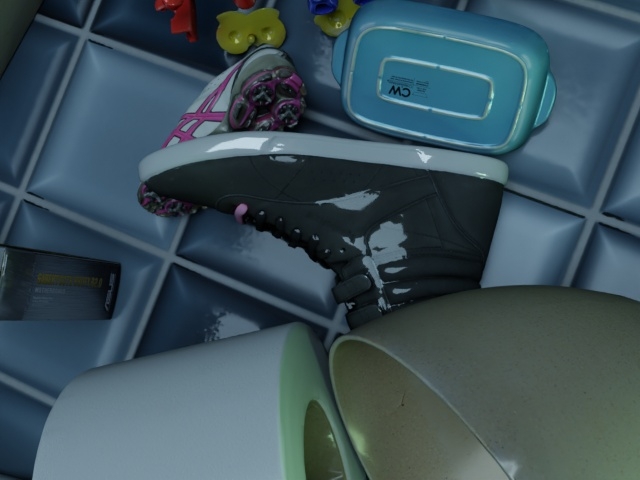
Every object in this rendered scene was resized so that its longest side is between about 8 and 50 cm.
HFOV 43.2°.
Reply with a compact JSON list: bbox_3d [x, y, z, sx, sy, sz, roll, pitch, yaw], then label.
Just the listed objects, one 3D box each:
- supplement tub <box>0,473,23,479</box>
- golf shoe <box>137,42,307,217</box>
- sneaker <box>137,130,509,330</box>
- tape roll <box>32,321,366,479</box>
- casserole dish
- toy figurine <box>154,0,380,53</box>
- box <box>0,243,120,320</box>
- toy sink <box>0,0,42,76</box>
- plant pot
[{"bbox_3d":[-0.339,0.368,0.643,0.207,0.207,0.338,1,85,12],"label":"supplement tub"},{"bbox_3d":[-0.091,-0.095,0.715,0.186,0.067,0.086,-40,40,14],"label":"golf shoe"},{"bbox_3d":[0.000,0.000,0.635,0.295,0.104,0.147,4,83,-4],"label":"sneaker"},{"bbox_3d":[-0.068,0.194,0.582,0.169,0.246,0.246,-14,82,11],"label":"tape roll"},{"bbox_3d":[0.095,-0.128,0.656,0.188,0.037,0.114,15,120,12],"label":"casserole dish"},{"bbox_3d":[0.032,-0.309,0.645,0.362,0.191,0.217,-9,78,10],"label":"toy figurine"},{"bbox_3d":[-0.317,0.024,0.684,0.231,0.183,0.056,7,86,14],"label":"box"},{"bbox_3d":[-0.397,-0.261,0.757,0.234,0.131,0.153,29,91,9],"label":"toy sink"},{"bbox_3d":[0.162,0.142,0.546,0.191,0.284,0.284,-29,78,-19],"label":"plant pot"}]
